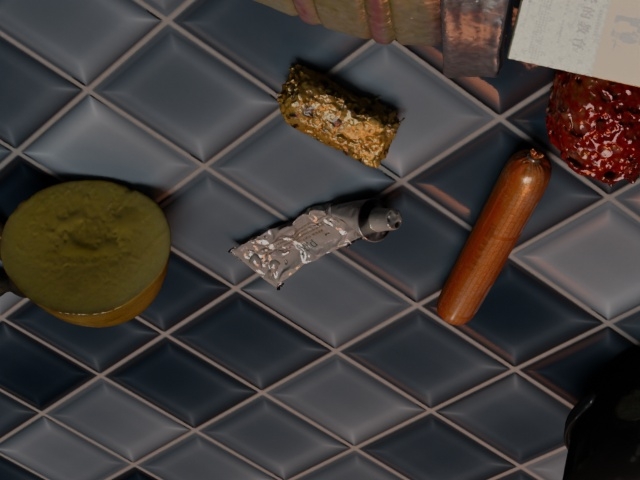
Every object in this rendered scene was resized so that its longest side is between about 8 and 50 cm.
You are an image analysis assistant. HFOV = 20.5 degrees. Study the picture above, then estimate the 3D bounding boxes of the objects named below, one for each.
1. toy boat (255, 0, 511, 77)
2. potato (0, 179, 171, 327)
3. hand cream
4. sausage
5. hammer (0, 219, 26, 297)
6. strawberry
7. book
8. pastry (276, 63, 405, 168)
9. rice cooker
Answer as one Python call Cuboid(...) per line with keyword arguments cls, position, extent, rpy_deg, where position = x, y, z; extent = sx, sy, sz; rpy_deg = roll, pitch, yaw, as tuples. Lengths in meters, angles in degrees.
Cuboid(cls="toy boat", position=(0.068, -0.238, 1.687), extent=(0.294, 0.111, 0.276), rpy_deg=(14, 167, -9))
Cuboid(cls="potato", position=(-0.276, 0.034, 2.159), extent=(0.204, 0.178, 0.158), rpy_deg=(-13, 157, -4))
Cuboid(cls="hand cream", position=(0.001, -0.003, 2.098), extent=(0.084, 0.050, 0.257), rpy_deg=(39, 143, -26))
Cuboid(cls="sausage", position=(0.197, 0.000, 2.029), extent=(0.053, 0.053, 0.348), rpy_deg=(17, 143, -3))
Cuboid(cls="hammer", position=(-0.464, -0.074, 2.165), extent=(0.168, 0.044, 0.440), rpy_deg=(-10, 137, 30))
Cuboid(cls="strawberry", position=(0.296, -0.125, 1.815), extent=(0.140, 0.085, 0.192), rpy_deg=(18, 141, -1))
Cuboid(cls="book", position=(0.278, -0.214, 1.723), extent=(0.172, 0.012, 0.118), rpy_deg=(12, 117, 3))
Cuboid(cls="pastry", position=(0.018, -0.134, 1.916), extent=(0.140, 0.056, 0.080), rpy_deg=(24, 131, -8))
Cuboid(cls="rice cooker", position=(0.426, 0.281, 2.173), extent=(0.267, 0.224, 0.267), rpy_deg=(9, 144, 6))
